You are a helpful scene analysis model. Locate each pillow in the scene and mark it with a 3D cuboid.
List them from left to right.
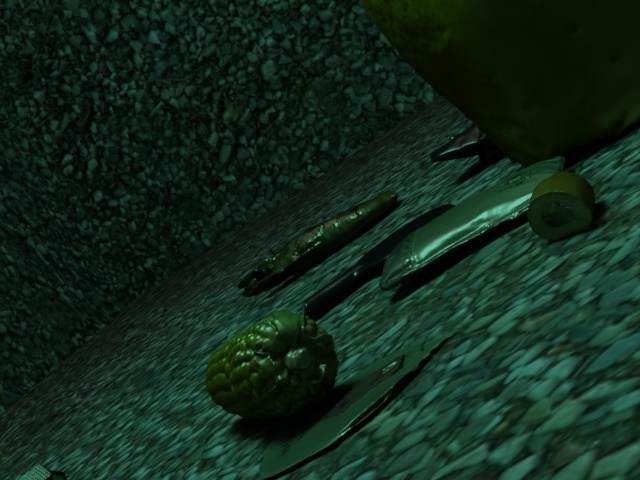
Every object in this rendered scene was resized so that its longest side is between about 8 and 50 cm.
[{"bbox_3d":[0.159,-0.018,1.348,0.232,0.038,0.131,-31,10,22],"label":"pillow"}]

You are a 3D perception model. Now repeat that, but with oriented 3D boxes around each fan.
[{"bbox_3d":[0.072,0.099,1.052,0.310,0.010,0.182,-35,5,7],"label":"fan"}]

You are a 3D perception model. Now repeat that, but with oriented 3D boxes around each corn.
[{"bbox_3d":[-0.052,0.122,1.187,0.091,0.091,0.260,-37,2,-18],"label":"corn"}]

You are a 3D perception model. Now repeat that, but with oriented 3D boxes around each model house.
[{"bbox_3d":[-0.343,0.305,1.542,0.083,0.058,0.057,-40,7,-36],"label":"model house"}]

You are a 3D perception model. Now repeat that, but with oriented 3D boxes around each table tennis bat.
[{"bbox_3d":[0.074,0.021,1.581,0.236,0.027,0.150,-36,6,-17],"label":"table tennis bat"}]

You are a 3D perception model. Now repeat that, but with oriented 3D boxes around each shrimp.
[{"bbox_3d":[0.000,0.000,2.063,0.296,0.058,0.169,-31,-1,9],"label":"shrimp"}]

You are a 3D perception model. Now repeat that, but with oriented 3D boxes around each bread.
[{"bbox_3d":[0.209,-0.264,1.470,0.250,0.394,0.361,-51,9,0],"label":"bread"},{"bbox_3d":[0.207,-0.028,1.107,0.062,0.049,0.103,-34,5,20],"label":"bread"}]

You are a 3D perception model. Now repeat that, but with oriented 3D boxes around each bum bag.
[{"bbox_3d":[0.266,-0.162,1.775,0.248,0.060,0.123,-30,9,32],"label":"bum bag"}]
